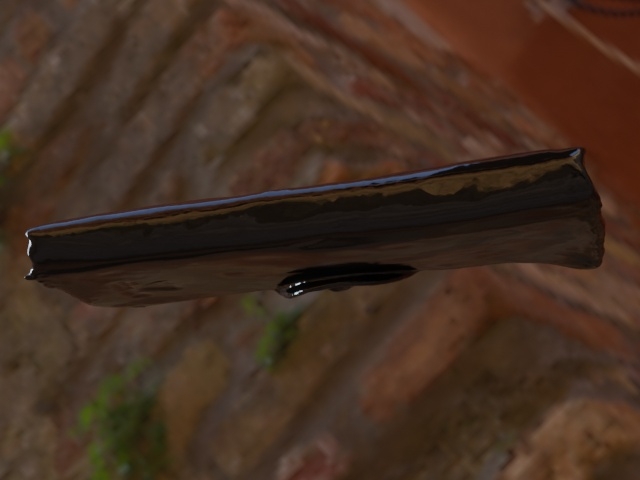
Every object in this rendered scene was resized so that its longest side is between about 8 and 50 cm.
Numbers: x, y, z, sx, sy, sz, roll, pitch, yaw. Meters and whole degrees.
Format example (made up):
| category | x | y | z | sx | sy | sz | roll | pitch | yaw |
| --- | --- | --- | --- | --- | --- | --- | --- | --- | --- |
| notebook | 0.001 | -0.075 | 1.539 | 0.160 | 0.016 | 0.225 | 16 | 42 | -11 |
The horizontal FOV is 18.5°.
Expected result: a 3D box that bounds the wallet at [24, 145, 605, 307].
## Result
| category | x | y | z | sx | sy | sz | roll | pitch | yaw |
| --- | --- | --- | --- | --- | --- | --- | --- | --- | --- |
| wallet | 0.000 | 0.000 | 1.318 | 0.377 | 0.051 | 0.197 | -6 | -14 | 8 |
